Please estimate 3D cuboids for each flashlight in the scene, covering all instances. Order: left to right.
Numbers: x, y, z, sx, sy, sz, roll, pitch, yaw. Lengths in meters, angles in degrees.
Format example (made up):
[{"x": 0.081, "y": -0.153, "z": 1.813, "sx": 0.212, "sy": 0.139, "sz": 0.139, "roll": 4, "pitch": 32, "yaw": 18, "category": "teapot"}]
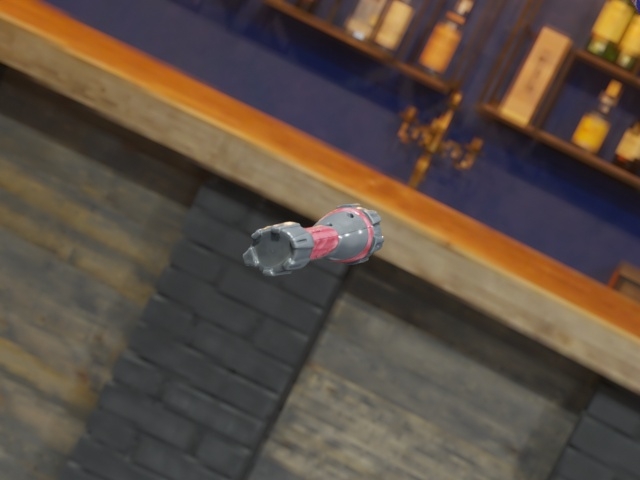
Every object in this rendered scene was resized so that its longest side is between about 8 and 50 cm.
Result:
[{"x": 0.000, "y": 0.000, "z": 2.250, "sx": 0.103, "sy": 0.103, "sz": 0.304, "roll": 28, "pitch": 15, "yaw": 20, "category": "flashlight"}]

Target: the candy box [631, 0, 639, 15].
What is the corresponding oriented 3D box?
[{"x": 0.509, "y": -0.474, "z": 2.115, "sx": 0.268, "sy": 0.122, "sz": 0.317, "roll": 62, "pitch": -2, "yaw": 13, "category": "candy box"}]
